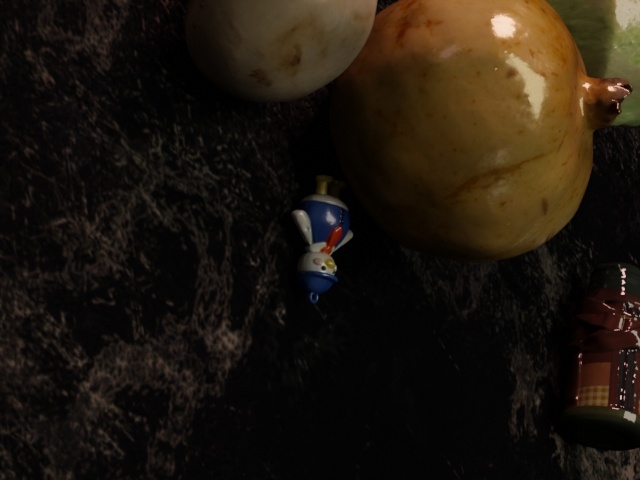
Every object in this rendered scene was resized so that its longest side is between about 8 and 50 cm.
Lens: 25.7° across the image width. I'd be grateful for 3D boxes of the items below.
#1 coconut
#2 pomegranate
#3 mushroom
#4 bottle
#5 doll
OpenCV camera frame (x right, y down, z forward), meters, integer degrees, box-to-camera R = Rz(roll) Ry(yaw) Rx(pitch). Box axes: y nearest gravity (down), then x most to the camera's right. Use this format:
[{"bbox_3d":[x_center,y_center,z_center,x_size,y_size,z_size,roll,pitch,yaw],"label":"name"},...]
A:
[{"bbox_3d":[0.357,-0.289,1.875,0.328,0.328,0.281,-43,157,-49],"label":"coconut"},{"bbox_3d":[0.184,-0.137,1.586,0.342,0.342,0.342,13,73,-53],"label":"pomegranate"},{"bbox_3d":[-0.052,-0.256,1.431,0.207,0.207,0.215,14,42,-53],"label":"mushroom"},{"bbox_3d":[0.432,0.163,2.042,0.156,0.143,0.271,40,52,-44],"label":"bottle"},{"bbox_3d":[0.000,0.000,1.547,0.099,0.057,0.143,24,71,-46],"label":"doll"}]
